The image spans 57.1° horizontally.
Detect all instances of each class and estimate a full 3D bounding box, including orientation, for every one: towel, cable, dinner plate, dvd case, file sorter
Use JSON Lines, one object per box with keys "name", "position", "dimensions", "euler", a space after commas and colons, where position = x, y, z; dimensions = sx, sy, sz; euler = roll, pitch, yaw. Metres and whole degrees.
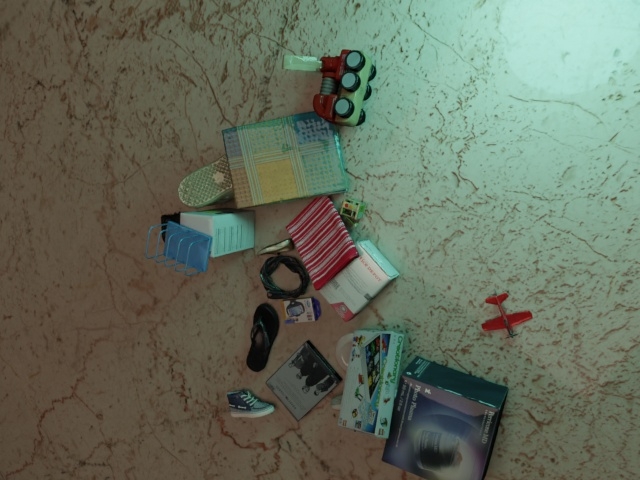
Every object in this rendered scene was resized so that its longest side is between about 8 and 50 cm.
{"name": "towel", "position": [0.000, 0.000, 1.874], "dimensions": [0.199, 0.031, 0.275], "euler": [-43, 56, 25]}
{"name": "towel", "position": [-0.114, -0.257, 1.880], "dimensions": [0.370, 0.040, 0.272], "euler": [-10, 93, 7]}
{"name": "cable", "position": [-0.119, 0.124, 2.001], "dimensions": [0.184, 0.047, 0.151], "euler": [-7, 89, 29]}
{"name": "dinner plate", "position": [0.111, 0.376, 1.935], "dimensions": [0.141, 0.017, 0.141], "euler": [4, 100, 25]}
{"name": "dvd case", "position": [-0.061, 0.485, 2.025], "dimensions": [0.179, 0.029, 0.239], "euler": [48, 114, 12]}
{"name": "file sorter", "position": [-0.445, 0.027, 1.833], "dimensions": [0.170, 0.104, 0.118], "euler": [20, 108, 22]}

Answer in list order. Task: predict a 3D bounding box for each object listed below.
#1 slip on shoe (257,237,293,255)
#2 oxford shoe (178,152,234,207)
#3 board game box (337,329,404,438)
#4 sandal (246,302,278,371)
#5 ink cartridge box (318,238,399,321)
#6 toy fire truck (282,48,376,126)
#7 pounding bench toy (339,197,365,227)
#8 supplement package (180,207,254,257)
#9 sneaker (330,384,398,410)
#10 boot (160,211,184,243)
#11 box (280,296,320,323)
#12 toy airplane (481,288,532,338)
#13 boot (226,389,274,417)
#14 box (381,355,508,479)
{"name": "slip on shoe", "position": [-0.153, 0.033, 2.000], "dimensions": [0.135, 0.051, 0.041], "euler": [-21, 100, 20]}
{"name": "oxford shoe", "position": [-0.264, -0.228, 1.980], "dimensions": [0.449, 0.130, 0.169], "euler": [-21, 88, 12]}
{"name": "board game box", "position": [0.150, 0.429, 1.790], "dimensions": [0.193, 0.053, 0.305], "euler": [-10, 64, 55]}
{"name": "sandal", "position": [-0.208, 0.347, 2.062], "dimensions": [0.097, 0.054, 0.255], "euler": [15, 103, 23]}
{"name": "ink cartridge box", "position": [0.115, 0.124, 1.857], "dimensions": [0.158, 0.092, 0.218], "euler": [49, 115, 13]}
{"name": "toy fire truck", "position": [0.014, -0.473, 1.776], "dimensions": [0.246, 0.158, 0.217], "euler": [14, 92, 28]}
{"name": "pounding bench toy", "position": [0.095, -0.087, 1.860], "dimensions": [0.065, 0.052, 0.083], "euler": [20, 105, 22]}
{"name": "supplement package", "position": [-0.341, -0.032, 1.970], "dimensions": [0.139, 0.244, 0.134], "euler": [6, 100, 24]}
{"name": "sneaker", "position": [0.142, 0.482, 1.905], "dimensions": [0.262, 0.099, 0.121], "euler": [-22, 64, 31]}
{"name": "boot", "position": [-0.538, -0.047, 2.177], "dimensions": [0.099, 0.045, 0.121], "euler": [-3, 95, 23]}
{"name": "box", "position": [-0.066, 0.237, 1.995], "dimensions": [0.136, 0.028, 0.081], "euler": [-9, 92, 28]}
{"name": "toy airplane", "position": [0.532, 0.212, 1.704], "dimensions": [0.151, 0.028, 0.151], "euler": [3, 98, 24]}
{"name": "boot", "position": [-0.256, 0.582, 2.108], "dimensions": [0.190, 0.069, 0.086], "euler": [-12, 94, 28]}
{"name": "box", "position": [0.368, 0.545, 1.744], "dimensions": [0.294, 0.182, 0.296], "euler": [15, 103, 22]}
